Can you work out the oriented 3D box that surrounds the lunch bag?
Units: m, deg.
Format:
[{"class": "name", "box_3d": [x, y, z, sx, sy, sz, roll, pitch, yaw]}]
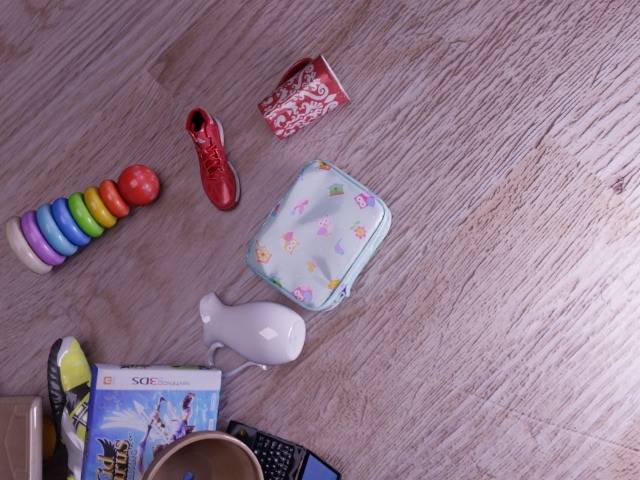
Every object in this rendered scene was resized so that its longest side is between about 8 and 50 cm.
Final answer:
[{"class": "lunch bag", "box_3d": [0.000, 0.000, 1.515, 0.224, 0.108, 0.279, 35, 91, 9]}]

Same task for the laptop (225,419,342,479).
[{"class": "laptop", "box_3d": [-0.108, 0.505, 1.442, 0.264, 0.136, 0.234, 18, 84, 12]}]

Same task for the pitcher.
[{"class": "pitcher", "box_3d": [-0.141, 0.204, 1.516, 0.207, 0.125, 0.178, 8, 103, 23]}]

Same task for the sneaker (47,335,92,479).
[{"class": "sneaker", "box_3d": [-0.460, 0.378, 1.550, 0.147, 0.145, 0.385, -17, 82, -10]}]

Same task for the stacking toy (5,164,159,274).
[{"class": "stacking toy", "box_3d": [-0.501, -0.063, 1.624, 0.330, 0.141, 0.141, -30, 77, -1]}]

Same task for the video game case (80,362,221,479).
[{"class": "video game case", "box_3d": [-0.328, 0.378, 1.458, 0.244, 0.061, 0.270, 6, 91, -25]}]

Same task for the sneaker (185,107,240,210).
[{"class": "sneaker", "box_3d": [-0.240, -0.174, 1.580, 0.087, 0.128, 0.221, -21, 77, 7]}]

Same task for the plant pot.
[{"class": "plant pot", "box_3d": [-0.235, 0.465, 1.414, 0.237, 0.109, 0.238, -3, 96, -28]}]

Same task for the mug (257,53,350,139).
[{"class": "mug", "box_3d": [-0.039, -0.302, 1.589, 0.169, 0.150, 0.113, -33, 113, 9]}]

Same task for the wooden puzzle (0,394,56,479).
[{"class": "wooden puzzle", "box_3d": [-0.619, 0.477, 1.517, 0.347, 0.080, 0.322, -13, 76, 46]}]
